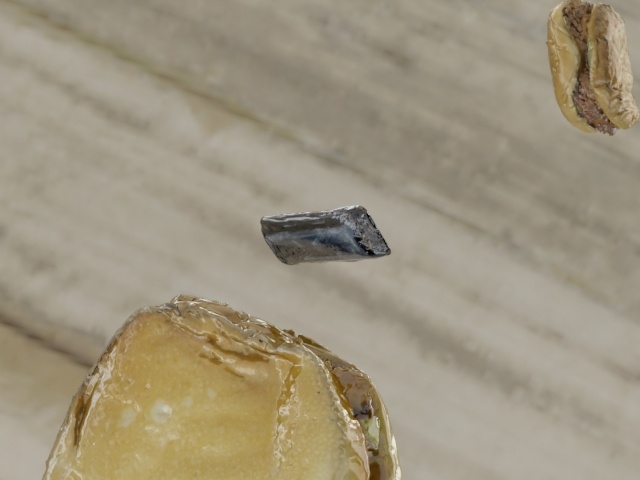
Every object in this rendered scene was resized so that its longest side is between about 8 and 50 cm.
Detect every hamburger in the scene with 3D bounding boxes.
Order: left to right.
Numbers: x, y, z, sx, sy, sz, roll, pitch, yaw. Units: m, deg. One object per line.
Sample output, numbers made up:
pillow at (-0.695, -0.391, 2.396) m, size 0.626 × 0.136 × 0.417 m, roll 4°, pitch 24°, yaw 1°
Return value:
hamburger at (-0.057, 0.141, 1.142) m, size 0.214 × 0.214 × 0.108 m, roll 42°, pitch -174°, yaw 24°
hamburger at (0.164, -0.106, 1.200) m, size 0.076 × 0.044 × 0.083 m, roll 30°, pitch -126°, yaw -62°

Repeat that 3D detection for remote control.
remote control at (0.000, 0.000, 1.174) m, size 0.014 × 0.096 × 0.039 m, roll -49°, pitch -63°, yaw -32°
